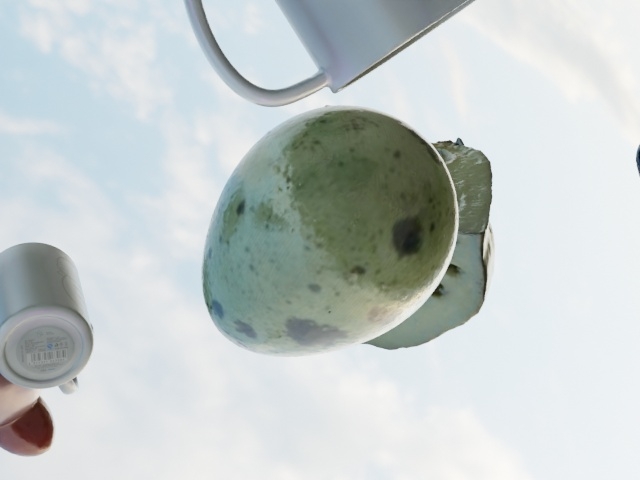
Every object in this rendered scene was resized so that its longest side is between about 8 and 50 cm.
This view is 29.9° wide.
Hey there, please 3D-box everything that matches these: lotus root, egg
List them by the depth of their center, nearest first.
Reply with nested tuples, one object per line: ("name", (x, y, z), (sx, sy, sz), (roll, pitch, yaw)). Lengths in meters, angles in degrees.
("egg", (0.000, 0.000, 0.921), (0.177, 0.228, 0.177), (40, -157, -20))
("lotus root", (0.059, -0.003, 1.292), (0.260, 0.267, 0.149), (-65, -29, -62))

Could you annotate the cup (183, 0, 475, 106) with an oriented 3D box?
("cup", (0.009, -0.174, 0.730), (0.142, 0.173, 0.134), (55, -156, -4))

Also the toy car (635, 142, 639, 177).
("toy car", (0.285, -0.089, 0.870), (0.055, 0.142, 0.069), (30, -164, -38))

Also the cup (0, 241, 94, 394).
("cup", (-0.272, 0.083, 1.211), (0.136, 0.099, 0.133), (40, -171, -32))

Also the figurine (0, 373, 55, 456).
("figurine", (-0.528, 0.182, 1.802), (0.269, 0.261, 0.211), (-3, -139, -33))
